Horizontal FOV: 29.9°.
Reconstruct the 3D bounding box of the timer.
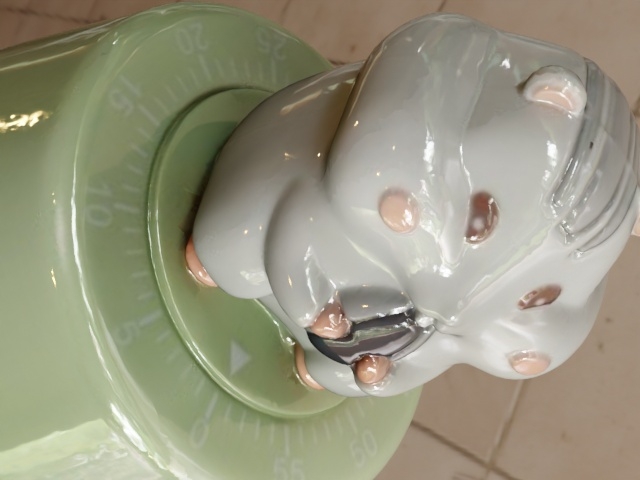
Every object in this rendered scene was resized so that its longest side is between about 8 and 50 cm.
[{"bbox_3d":[0.000,0.000,0.557,0.315,0.291,0.290,-16,59,41],"label":"timer"}]
